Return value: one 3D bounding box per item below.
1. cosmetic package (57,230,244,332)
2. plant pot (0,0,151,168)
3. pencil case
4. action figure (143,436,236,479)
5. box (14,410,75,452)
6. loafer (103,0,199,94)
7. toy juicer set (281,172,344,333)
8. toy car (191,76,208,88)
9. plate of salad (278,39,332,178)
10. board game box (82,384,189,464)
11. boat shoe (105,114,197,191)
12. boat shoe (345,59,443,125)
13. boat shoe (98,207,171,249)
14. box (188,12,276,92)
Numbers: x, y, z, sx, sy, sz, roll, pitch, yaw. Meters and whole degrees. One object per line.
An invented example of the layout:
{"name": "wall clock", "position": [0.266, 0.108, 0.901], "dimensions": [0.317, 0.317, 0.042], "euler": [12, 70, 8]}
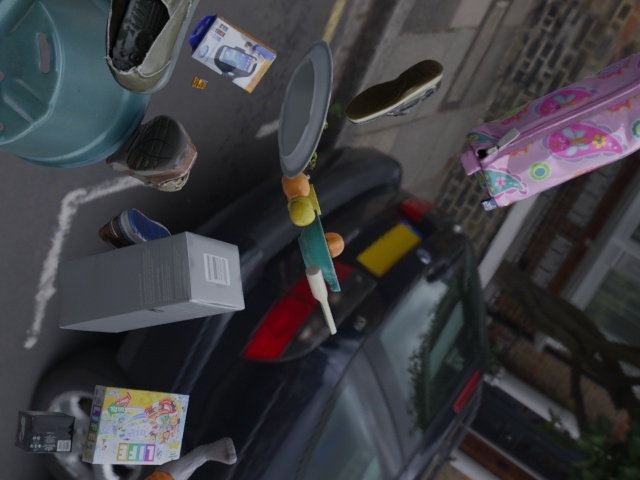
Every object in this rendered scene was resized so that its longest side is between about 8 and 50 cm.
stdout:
{"name": "cosmetic package", "position": [-0.241, 0.064, 1.169], "dimensions": [0.238, 0.107, 0.127], "euler": [-16, 164, 28]}
{"name": "plant pot", "position": [-0.477, -0.277, 1.338], "dimensions": [0.341, 0.341, 0.334], "euler": [-59, -178, 8]}
{"name": "pencil case", "position": [0.331, -0.147, 1.110], "dimensions": [0.284, 0.124, 0.124], "euler": [-23, 172, 18]}
{"name": "action figure", "position": [-0.229, 0.359, 0.783], "dimensions": [0.330, 0.178, 0.341], "euler": [-9, 107, -21]}
{"name": "box", "position": [-0.388, 0.269, 1.171], "dimensions": [0.062, 0.083, 0.052], "euler": [10, 80, -32]}
{"name": "loafer", "position": [-0.171, -0.278, 0.890], "dimensions": [0.087, 0.094, 0.251], "euler": [-72, 177, -80]}
{"name": "toy juicer set", "position": [0.000, 0.000, 1.674], "dimensions": [0.089, 0.329, 0.209], "euler": [-16, 155, 0]}
{"name": "toy car", "position": [-0.269, -0.398, 1.883], "dimensions": [0.040, 0.060, 0.122], "euler": [17, 85, -38]}
{"name": "plate of salad", "position": [-0.015, -0.183, 1.181], "dimensions": [0.200, 0.048, 0.200], "euler": [-169, -90, -69]}
{"name": "board game box", "position": [-0.260, 0.265, 1.190], "dimensions": [0.154, 0.026, 0.103], "euler": [18, 77, -49]}
{"name": "boat shoe", "position": [-0.287, -0.151, 1.522], "dimensions": [0.116, 0.324, 0.123], "euler": [36, 82, -29]}
{"name": "boat shoe", "position": [0.107, -0.195, 1.159], "dimensions": [0.152, 0.056, 0.049], "euler": [-27, 141, -6]}
{"name": "boat shoe", "position": [-0.276, 0.005, 1.274], "dimensions": [0.066, 0.066, 0.183], "euler": [-18, 152, 10]}
{"name": "box", "position": [-0.151, -0.317, 1.396], "dimensions": [0.081, 0.136, 0.028], "euler": [-51, -151, 21]}
